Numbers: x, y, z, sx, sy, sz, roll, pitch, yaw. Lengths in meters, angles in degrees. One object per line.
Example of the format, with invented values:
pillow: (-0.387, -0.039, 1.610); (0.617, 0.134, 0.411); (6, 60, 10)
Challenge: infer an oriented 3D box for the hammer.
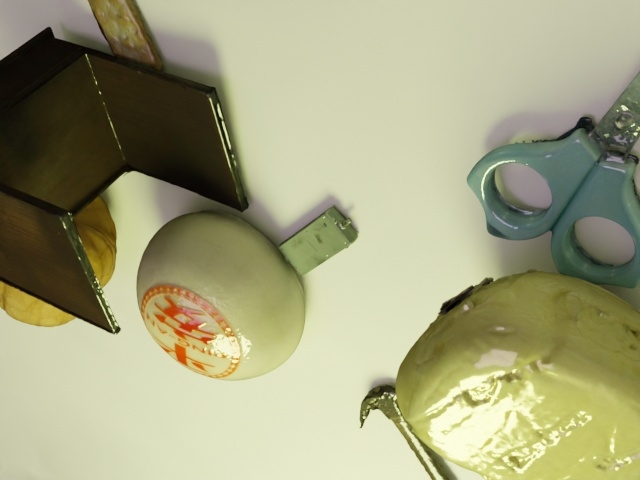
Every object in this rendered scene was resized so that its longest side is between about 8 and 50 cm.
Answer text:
hammer: (0.152, 0.305, 1.374); (0.125, 0.027, 0.297); (-23, 106, 50)

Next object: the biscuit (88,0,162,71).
biscuit: (-0.230, -0.247, 1.250); (0.071, 0.018, 0.147); (-4, 118, 43)

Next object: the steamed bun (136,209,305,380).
steamed bun: (-0.138, 0.083, 1.350); (0.232, 0.145, 0.232); (25, 137, 26)

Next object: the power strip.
power strip: (0.000, 0.000, 1.252); (0.051, 0.019, 0.136); (51, 142, -3)

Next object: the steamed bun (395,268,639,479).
steamed bun: (0.229, 0.131, 1.039); (0.273, 0.166, 0.232); (24, 136, -6)

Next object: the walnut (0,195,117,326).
walnut: (-0.369, 0.017, 1.473); (0.193, 0.193, 0.226); (37, 141, 12)

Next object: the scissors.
scissors: (0.256, -0.092, 0.928); (0.191, 0.029, 0.360); (34, 138, 9)

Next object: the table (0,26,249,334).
table: (-0.280, -0.076, 1.244); (0.282, 0.250, 0.196); (21, 140, 32)
